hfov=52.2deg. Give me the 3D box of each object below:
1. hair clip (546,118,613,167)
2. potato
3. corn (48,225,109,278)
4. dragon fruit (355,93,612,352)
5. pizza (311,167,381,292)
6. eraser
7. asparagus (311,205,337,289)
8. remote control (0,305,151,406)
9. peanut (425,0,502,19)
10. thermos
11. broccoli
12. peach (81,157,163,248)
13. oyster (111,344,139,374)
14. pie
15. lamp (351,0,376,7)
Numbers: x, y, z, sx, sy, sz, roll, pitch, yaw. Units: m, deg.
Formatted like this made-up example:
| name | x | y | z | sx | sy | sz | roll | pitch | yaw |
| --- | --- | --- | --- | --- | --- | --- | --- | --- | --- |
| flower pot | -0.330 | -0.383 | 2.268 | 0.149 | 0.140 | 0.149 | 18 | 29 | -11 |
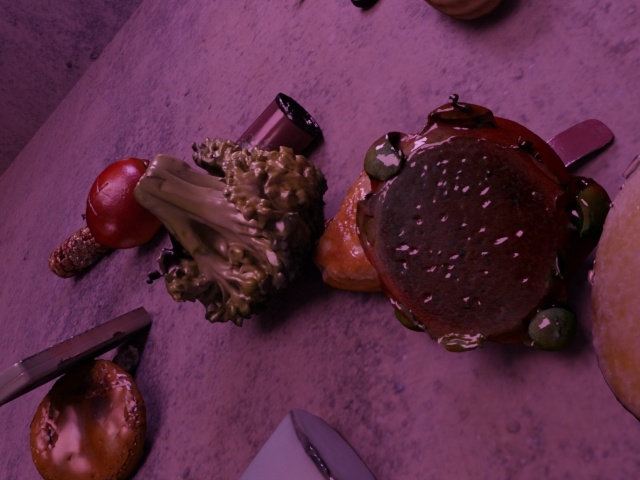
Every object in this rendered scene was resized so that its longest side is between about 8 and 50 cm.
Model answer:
| name | x | y | z | sx | sy | sz | roll | pitch | yaw |
| --- | --- | --- | --- | --- | --- | --- | --- | --- | --- |
| hair clip | 0.287 | -0.097 | 0.798 | 0.137 | 0.022 | 0.054 | -40 | 42 | 24 |
| potato | 0.353 | 0.026 | 0.547 | 0.239 | 0.116 | 0.299 | 7 | 80 | 59 |
| corn | -0.635 | 0.017 | 1.777 | 0.290 | 0.098 | 0.098 | -28 | 45 | 32 |
| dragon fruit | 0.169 | -0.007 | 0.718 | 0.268 | 0.130 | 0.295 | -36 | 78 | 17 |
| pizza | 0.121 | -0.045 | 0.902 | 0.336 | 0.086 | 0.226 | -31 | 46 | 33 |
| eraser | -0.060 | 0.371 | 0.793 | 0.290 | 0.104 | 0.189 | -54 | 39 | 6 |
| asparagus | 0.001 | 0.000 | 1.068 | 0.034 | 0.027 | 0.236 | -49 | 34 | 31 |
| remote control | -0.489 | 0.224 | 1.285 | 0.145 | 0.344 | 0.050 | -34 | 86 | 26 |
| peanut | 0.207 | -0.467 | 1.078 | 0.153 | 0.140 | 0.325 | -54 | 31 | 29 |
| thermos | -0.139 | -0.121 | 1.280 | 0.330 | 0.136 | 0.109 | -44 | 9 | 19 |
| broccoli | -0.156 | -0.028 | 1.024 | 0.293 | 0.281 | 0.348 | -61 | 19 | -6 |
| peach | -0.463 | -0.085 | 1.567 | 0.226 | 0.196 | 0.190 | -51 | 0 | 13 |
| oyster | -0.439 | 0.306 | 1.349 | 0.177 | 0.064 | 0.125 | -55 | 20 | 22 |
| pie | -0.432 | 0.346 | 1.228 | 0.273 | 0.069 | 0.273 | -6 | 73 | 21 |
| lamp | 0.030 | -0.575 | 1.464 | 0.130 | 0.108 | 0.371 | -49 | 49 | -8 |
